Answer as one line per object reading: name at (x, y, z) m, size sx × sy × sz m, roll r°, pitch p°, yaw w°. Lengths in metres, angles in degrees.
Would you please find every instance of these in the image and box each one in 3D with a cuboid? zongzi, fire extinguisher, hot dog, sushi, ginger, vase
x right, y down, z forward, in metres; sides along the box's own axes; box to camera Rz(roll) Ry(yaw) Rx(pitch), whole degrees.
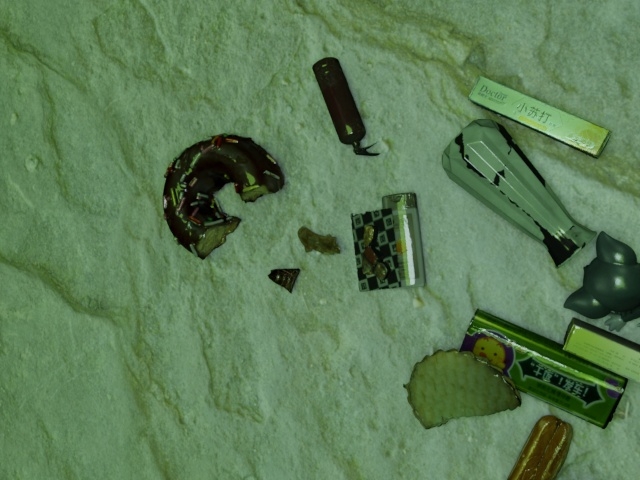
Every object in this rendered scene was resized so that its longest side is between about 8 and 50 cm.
zongzi at (-0.106, 0.090, 1.748) m, size 0.083 × 0.073 × 0.067 m, roll 17°, pitch 96°, yaw -20°
fire extinguisher at (0.065, -0.325, 1.683) m, size 0.089 × 0.072 × 0.267 m, roll -17°, pitch 81°, yaw -18°
hot dog at (0.484, 0.501, 1.510) m, size 0.092 × 0.062 × 0.235 m, roll 30°, pitch 96°, yaw 18°
sushi at (0.122, 0.022, 1.641) m, size 0.139 × 0.031 × 0.201 m, roll -12°, pitch 84°, yaw 46°
ginger at (-0.001, 0.006, 1.712) m, size 0.137 × 0.044 × 0.057 m, roll 19°, pitch 125°, yaw 25°
vase at (0.437, -0.107, 1.500) m, size 0.165 × 0.165 × 0.360 m, roll -46°, pitch 78°, yaw 13°

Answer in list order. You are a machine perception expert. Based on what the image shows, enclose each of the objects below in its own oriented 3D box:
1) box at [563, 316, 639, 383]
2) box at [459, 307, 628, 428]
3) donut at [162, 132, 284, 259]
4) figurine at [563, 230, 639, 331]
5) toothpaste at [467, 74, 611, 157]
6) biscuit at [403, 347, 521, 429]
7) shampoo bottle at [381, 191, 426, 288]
box at (0.638, 0.244, 1.399) m, size 0.261 × 0.175 × 0.062 m, roll 23°, pitch 97°, yaw 19°
box at (0.485, 0.279, 1.496) m, size 0.346 × 0.097 × 0.134 m, roll 23°, pitch 112°, yaw 20°
donut at (-0.280, -0.143, 1.771) m, size 0.345 × 0.136 × 0.259 m, roll -39°, pitch 79°, yaw 14°
figurine at (0.661, 0.131, 1.417) m, size 0.265 × 0.140 × 0.193 m, roll 49°, pitch 124°, yaw 38°
toothpaste at (0.488, -0.279, 1.514) m, size 0.313 × 0.089 × 0.071 m, roll 30°, pitch 104°, yaw 18°
biscuit at (0.305, 0.327, 1.536) m, size 0.274 × 0.036 × 0.187 m, roll -22°, pitch 101°, yaw 37°
shampoo bottle at (0.201, 0.001, 1.628) m, size 0.086 × 0.056 × 0.227 m, roll -6°, pitch 86°, yaw 23°
